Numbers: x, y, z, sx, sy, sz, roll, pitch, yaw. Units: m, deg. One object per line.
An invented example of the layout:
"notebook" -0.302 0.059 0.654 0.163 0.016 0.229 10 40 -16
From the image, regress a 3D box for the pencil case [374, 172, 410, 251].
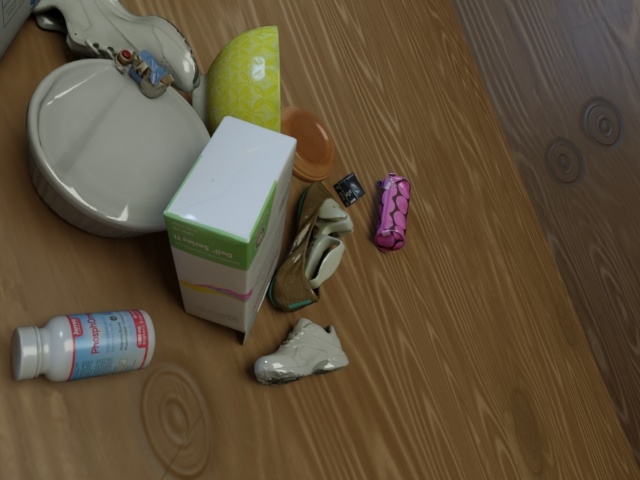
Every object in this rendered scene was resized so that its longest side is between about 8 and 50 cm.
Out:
"pencil case" 0.194 -0.078 1.198 0.098 0.095 0.209 70 24 -54

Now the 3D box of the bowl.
"bowl" -0.157 -0.253 0.843 0.156 0.289 0.289 0 69 -6

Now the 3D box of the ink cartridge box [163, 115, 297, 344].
"ink cartridge box" -0.139 0.008 0.727 0.119 0.353 0.207 18 54 2

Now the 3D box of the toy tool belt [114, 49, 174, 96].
"toy tool belt" -0.262 -0.262 0.665 0.083 0.051 0.052 45 47 -20

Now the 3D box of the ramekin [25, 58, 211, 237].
"ramekin" -0.312 -0.128 0.690 0.273 0.127 0.273 20 60 -39

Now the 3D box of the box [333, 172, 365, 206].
"box" 0.077 -0.133 1.156 0.083 0.018 0.067 -39 101 -46

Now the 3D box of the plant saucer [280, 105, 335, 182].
"plant saucer" -0.033 -0.241 1.081 0.200 0.037 0.200 19 61 -38

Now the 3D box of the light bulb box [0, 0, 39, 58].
"light bulb box" -0.451 -0.435 0.492 0.225 0.361 0.358 21 58 -24

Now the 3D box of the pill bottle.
"pill bottle" -0.317 0.142 0.598 0.160 0.087 0.087 2 72 -44

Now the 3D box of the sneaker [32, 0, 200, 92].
"sneaker" -0.336 -0.327 0.740 0.297 0.111 0.129 32 61 6

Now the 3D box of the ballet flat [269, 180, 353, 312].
"ballet flat" 0.000 0.000 0.941 0.116 0.124 0.342 56 40 -37

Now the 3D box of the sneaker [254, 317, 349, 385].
"sneaker" -0.045 0.210 0.854 0.232 0.090 0.115 8 61 -52
